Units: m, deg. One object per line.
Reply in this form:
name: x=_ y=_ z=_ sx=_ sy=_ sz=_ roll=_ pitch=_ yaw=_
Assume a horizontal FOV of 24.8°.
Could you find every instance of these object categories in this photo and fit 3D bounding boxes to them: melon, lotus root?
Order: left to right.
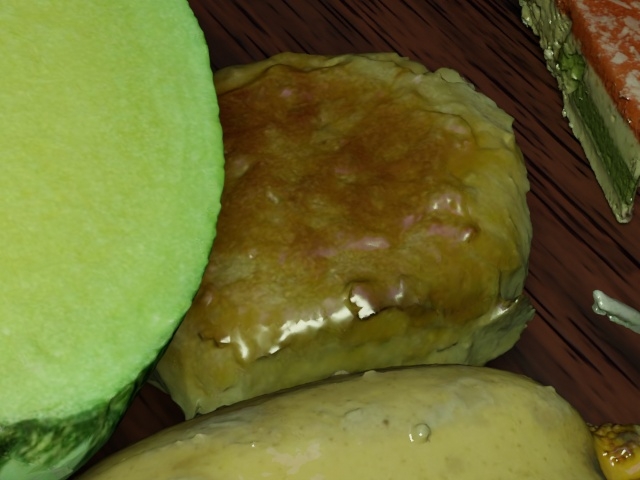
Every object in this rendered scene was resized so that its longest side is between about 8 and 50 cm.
melon: x=-0.192 y=-0.002 z=0.692 sx=0.331 sy=0.226 sz=0.343 roll=-31 pitch=63 yaw=5
lotus root: x=0.026 y=0.145 z=0.667 sx=0.343 sy=0.151 sz=0.169 roll=-13 pitch=67 yaw=-24

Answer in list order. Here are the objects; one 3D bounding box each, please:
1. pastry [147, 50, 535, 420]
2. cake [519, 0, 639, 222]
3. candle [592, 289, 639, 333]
pastry: x=-0.006 y=0.000 z=0.814 sx=0.257 sy=0.121 sz=0.235 roll=-19 pitch=47 yaw=-9
cake: x=0.217 y=-0.119 z=0.974 sx=0.117 sy=0.086 sz=0.220 roll=-9 pitch=48 yaw=-12
candle: x=0.288 y=0.046 z=0.762 sx=0.330 sy=0.187 sz=0.187 roll=-6 pitch=48 yaw=-11
